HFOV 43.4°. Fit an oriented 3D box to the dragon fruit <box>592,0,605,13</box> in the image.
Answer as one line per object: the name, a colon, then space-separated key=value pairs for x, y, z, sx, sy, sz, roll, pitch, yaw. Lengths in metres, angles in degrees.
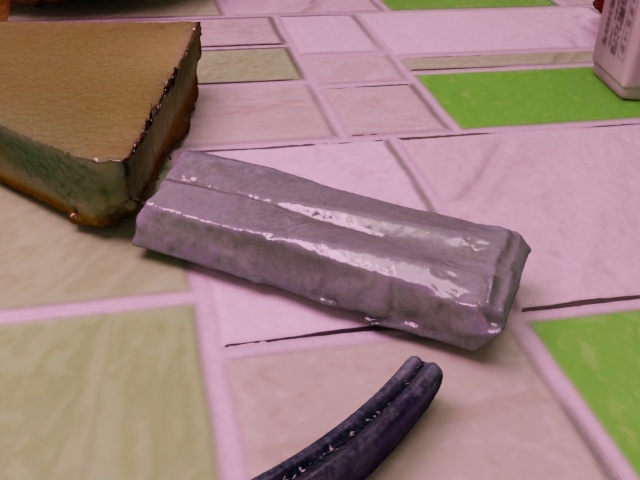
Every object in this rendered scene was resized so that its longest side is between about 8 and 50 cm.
dragon fruit: x=0.376 y=-0.241 z=0.837 sx=0.161 sy=0.120 sz=0.127 roll=46 pitch=4 yaw=16

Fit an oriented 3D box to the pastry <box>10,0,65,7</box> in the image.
pastry: x=-0.280 y=-0.406 z=0.853 sx=0.404 sy=0.293 sz=0.337 roll=16 pitch=43 yaw=0

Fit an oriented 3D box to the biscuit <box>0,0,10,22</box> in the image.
biscuit: x=-0.427 y=-0.211 z=0.650 sx=0.308 sy=0.040 sz=0.204 roll=-5 pitch=-7 yaw=-10

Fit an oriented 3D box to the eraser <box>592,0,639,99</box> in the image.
eraser: x=0.319 y=-0.258 z=0.659 sx=0.124 sy=0.279 sz=0.081 roll=-2 pitch=33 yaw=-6

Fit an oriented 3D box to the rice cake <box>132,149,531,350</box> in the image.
rice cake: x=0.000 y=0.000 z=0.454 sx=0.226 sy=0.040 sz=0.085 roll=16 pitch=35 yaw=18

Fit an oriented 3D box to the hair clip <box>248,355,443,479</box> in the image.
hair clip: x=-0.049 y=0.107 z=0.292 sx=0.275 sy=0.048 sz=0.083 roll=-15 pitch=38 yaw=-33

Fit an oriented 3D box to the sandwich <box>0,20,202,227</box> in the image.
sandwich: x=-0.204 y=-0.089 z=0.567 sx=0.211 sy=0.063 sz=0.245 roll=1 pitch=32 yaw=3
